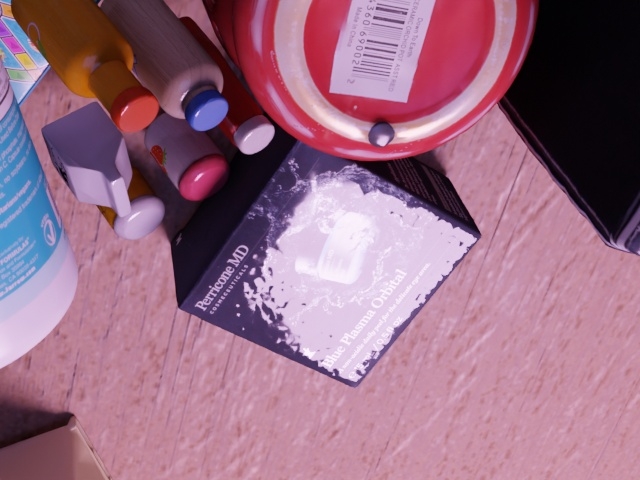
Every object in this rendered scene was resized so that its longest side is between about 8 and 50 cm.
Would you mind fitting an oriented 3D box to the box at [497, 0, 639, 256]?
[{"bbox_3d":[0.422,-0.189,0.593,0.472,0.297,0.480,18,116,-20],"label":"box"}]

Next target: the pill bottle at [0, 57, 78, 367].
[{"bbox_3d":[-0.230,-0.061,0.524,0.146,0.146,0.264,-15,123,-3],"label":"pill bottle"}]

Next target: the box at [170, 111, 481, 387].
[{"bbox_3d":[0.000,0.000,0.739,0.158,0.093,0.156,27,112,-24],"label":"box"}]

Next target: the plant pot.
[{"bbox_3d":[0.028,-0.151,0.606,0.191,0.174,0.191,-7,123,-11],"label":"plant pot"}]

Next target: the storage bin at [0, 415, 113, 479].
[{"bbox_3d":[-0.194,0.323,0.794,0.123,0.262,0.260,-21,123,-2],"label":"storage bin"}]

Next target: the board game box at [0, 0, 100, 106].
[{"bbox_3d":[-0.259,-0.179,0.579,0.254,0.079,0.336,34,109,-28],"label":"board game box"}]

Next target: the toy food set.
[{"bbox_3d":[-0.097,-0.062,0.624,0.111,0.104,0.232,-30,153,-19],"label":"toy food set"}]
